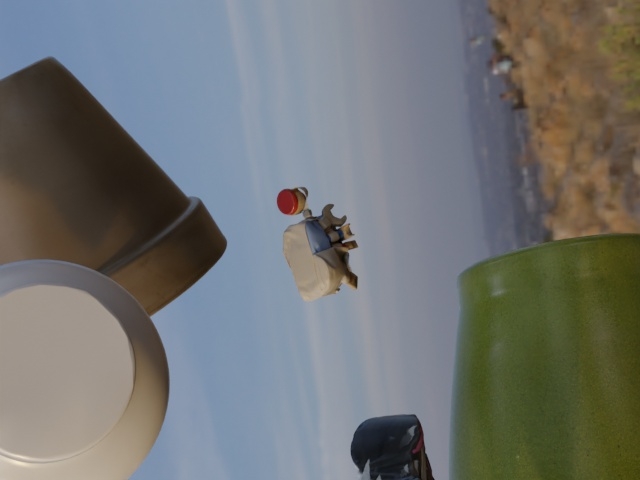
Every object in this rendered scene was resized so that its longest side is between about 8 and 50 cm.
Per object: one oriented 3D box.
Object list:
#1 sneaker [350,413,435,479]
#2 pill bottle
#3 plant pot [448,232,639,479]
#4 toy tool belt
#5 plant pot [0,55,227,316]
[{"bbox_3d":[0.057,0.196,0.748,0.178,0.072,0.077,-66,-44,-60],"label":"sneaker"},{"bbox_3d":[-0.174,0.095,0.673,0.264,0.146,0.146,138,131,-69],"label":"pill bottle"},{"bbox_3d":[0.291,0.187,1.204,0.366,0.366,0.353,53,-152,-75],"label":"plant pot"},{"bbox_3d":[0.000,0.000,0.797,0.051,0.052,0.083,-12,-96,-47],"label":"toy tool belt"},{"bbox_3d":[-0.306,-0.039,1.212,0.280,0.323,0.323,63,-167,-13],"label":"plant pot"}]
